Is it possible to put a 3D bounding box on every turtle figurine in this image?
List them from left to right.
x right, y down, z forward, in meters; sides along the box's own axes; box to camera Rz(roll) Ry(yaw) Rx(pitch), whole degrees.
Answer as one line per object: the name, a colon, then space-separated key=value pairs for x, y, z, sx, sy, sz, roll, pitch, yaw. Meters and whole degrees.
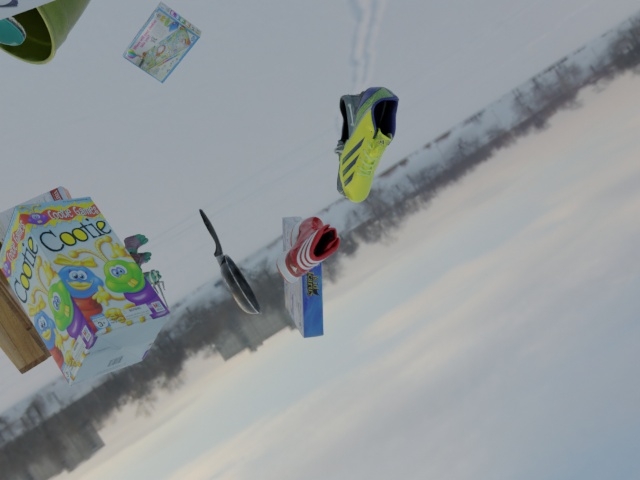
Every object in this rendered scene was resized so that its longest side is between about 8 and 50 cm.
turtle figurine: x=-0.426 y=0.113 z=1.555 sx=0.118 sy=0.234 sz=0.175 roll=5 pitch=144 yaw=-24

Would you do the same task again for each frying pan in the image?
frying pan: x=-0.257 y=0.082 z=1.863 sx=0.053 sy=0.326 sz=0.197 roll=-32 pitch=-149 yaw=0

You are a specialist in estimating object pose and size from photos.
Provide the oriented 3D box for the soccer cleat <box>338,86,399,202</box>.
soccer cleat: x=0.120 y=-0.226 z=1.615 sx=0.093 sy=0.289 sz=0.121 roll=1 pitch=-161 yaw=-35

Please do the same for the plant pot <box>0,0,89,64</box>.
plant pot: x=-0.753 y=-0.729 z=1.788 sx=0.353 sy=0.366 sz=0.366 roll=-58 pitch=-166 yaw=-28

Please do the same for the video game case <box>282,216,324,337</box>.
video game case: x=-0.049 y=0.090 z=1.784 sx=0.061 sy=0.269 sz=0.244 roll=-5 pitch=-166 yaw=-14

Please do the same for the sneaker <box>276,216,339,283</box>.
sneaker: x=0.000 y=0.000 z=1.390 sx=0.128 sy=0.087 sz=0.221 roll=-28 pitch=-158 yaw=29

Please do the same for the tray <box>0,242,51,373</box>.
tray: x=-0.683 y=0.116 z=1.446 sx=0.076 sy=0.203 sz=0.411 roll=-33 pitch=-155 yaw=-17

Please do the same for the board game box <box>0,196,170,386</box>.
board game box: x=-0.403 y=0.076 z=1.123 sx=0.144 sy=0.275 sz=0.142 roll=-15 pitch=148 yaw=-49

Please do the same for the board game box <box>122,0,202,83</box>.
board game box: x=-0.341 y=-0.422 z=1.435 sx=0.154 sy=0.103 sz=0.026 roll=-38 pitch=-147 yaw=34

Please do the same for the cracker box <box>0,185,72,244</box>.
cracker box: x=-0.731 y=-0.020 z=1.715 sx=0.232 sy=0.156 sz=0.067 roll=-25 pitch=179 yaw=-7

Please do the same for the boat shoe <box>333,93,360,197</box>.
boat shoe: x=0.080 y=-0.292 z=2.052 sx=0.099 sy=0.319 sz=0.116 roll=4 pitch=-165 yaw=-26

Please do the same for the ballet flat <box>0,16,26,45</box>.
ballet flat: x=-0.752 y=-0.497 z=1.433 sx=0.091 sy=0.077 sz=0.241 roll=-32 pitch=153 yaw=30

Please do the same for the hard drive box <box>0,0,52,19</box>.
hard drive box: x=-0.524 y=-0.487 z=1.119 sx=0.232 sy=0.181 sz=0.089 roll=-27 pitch=-138 yaw=-12
